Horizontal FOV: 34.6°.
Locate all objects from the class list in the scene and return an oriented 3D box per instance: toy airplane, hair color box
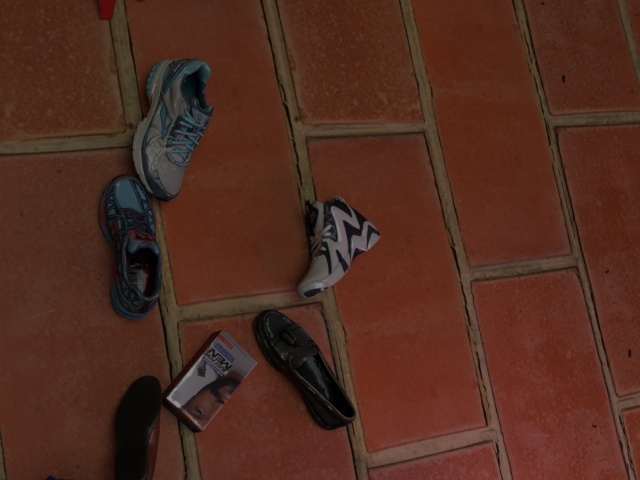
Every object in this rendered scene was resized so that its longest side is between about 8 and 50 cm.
[{"bbox_3d":[-0.379,-0.490,1.946,0.151,0.028,0.151,-28,127,-46],"label":"toy airplane"},{"bbox_3d":[-0.202,0.254,1.853,0.093,0.053,0.167,45,63,-11],"label":"hair color box"}]

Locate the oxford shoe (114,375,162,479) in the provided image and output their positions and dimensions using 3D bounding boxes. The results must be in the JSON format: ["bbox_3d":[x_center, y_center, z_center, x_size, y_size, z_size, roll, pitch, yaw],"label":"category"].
[{"bbox_3d":[-0.311,0.338,1.773,0.076,0.076,0.212,-1,58,10],"label":"oxford shoe"}]

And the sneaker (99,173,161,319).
[{"bbox_3d":[-0.318,0.002,1.817,0.104,0.125,0.262,-5,79,-29],"label":"sneaker"}]

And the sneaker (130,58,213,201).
[{"bbox_3d":[-0.264,-0.212,1.885,0.110,0.122,0.283,24,64,-53],"label":"sneaker"}]

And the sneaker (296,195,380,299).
[{"bbox_3d":[0.000,0.000,2.002,0.235,0.094,0.153,-42,96,-29],"label":"sneaker"}]

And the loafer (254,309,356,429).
[{"bbox_3d":[-0.020,0.236,1.933,0.096,0.084,0.267,-38,96,-30],"label":"loafer"}]

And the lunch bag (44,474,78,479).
[{"bbox_3d":[-0.284,0.516,1.577,0.385,0.328,0.239,45,69,-9],"label":"lunch bag"}]
